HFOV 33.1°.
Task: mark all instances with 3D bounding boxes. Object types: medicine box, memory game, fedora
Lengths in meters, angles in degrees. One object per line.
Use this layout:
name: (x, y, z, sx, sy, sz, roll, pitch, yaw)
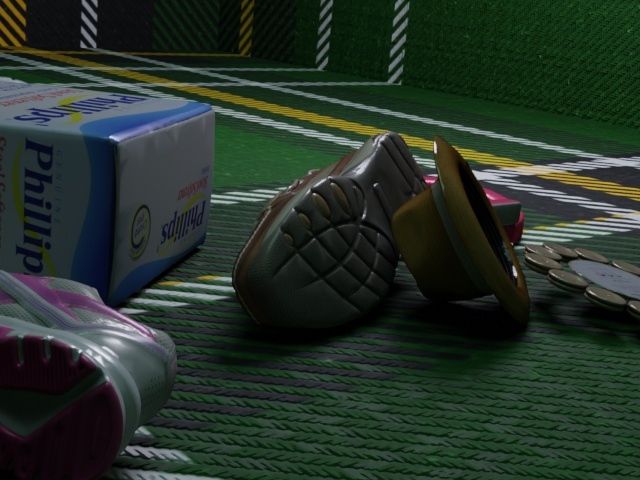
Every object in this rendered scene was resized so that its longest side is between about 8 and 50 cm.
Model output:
medicine box: (-0.271, -0.053, 0.969, 0.289, 0.149, 0.263, 7, 14, 10)
memory game: (0.274, 0.042, 0.992, 0.186, 0.012, 0.186, 16, 15, -4)
fedora: (0.115, 0.002, 0.942, 0.079, 0.194, 0.194, -28, 7, 15)

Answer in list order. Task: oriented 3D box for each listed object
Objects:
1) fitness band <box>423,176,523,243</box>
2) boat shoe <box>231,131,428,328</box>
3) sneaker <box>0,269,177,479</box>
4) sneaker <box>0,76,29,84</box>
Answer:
fitness band: (0.101, -0.032, 1.226, 0.291, 0.054, 0.209, -4, 14, -36)
boat shoe: (0.000, 0.000, 0.961, 0.116, 0.123, 0.324, -19, 9, 28)
sneaker: (-0.192, 0.068, 0.641, 0.252, 0.103, 0.111, 19, 15, 25)
sneaker: (-0.314, -0.105, 1.207, 0.297, 0.111, 0.129, 12, 21, -6)
